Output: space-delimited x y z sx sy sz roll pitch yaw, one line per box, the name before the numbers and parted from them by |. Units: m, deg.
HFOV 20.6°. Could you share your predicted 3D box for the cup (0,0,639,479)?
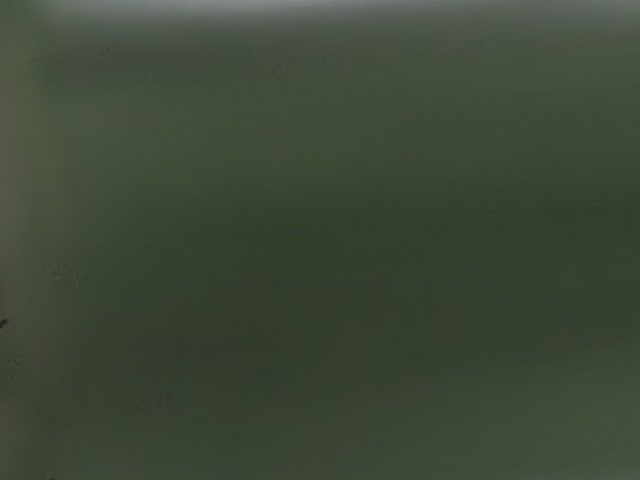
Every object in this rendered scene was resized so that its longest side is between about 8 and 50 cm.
cup | 0.000 0.000 0.499 0.312 0.205 0.205 -4 -79 -29
